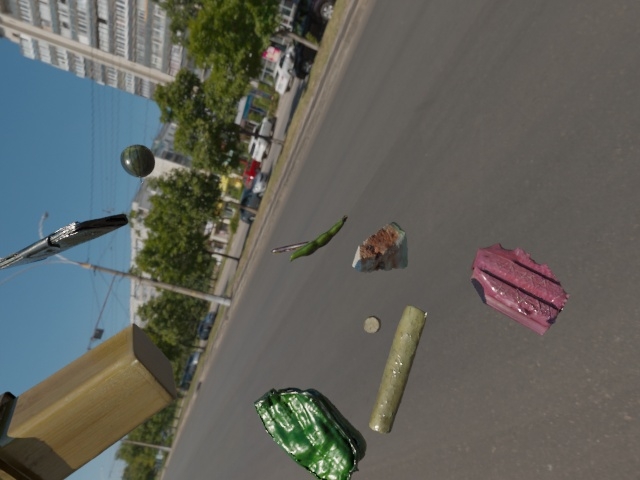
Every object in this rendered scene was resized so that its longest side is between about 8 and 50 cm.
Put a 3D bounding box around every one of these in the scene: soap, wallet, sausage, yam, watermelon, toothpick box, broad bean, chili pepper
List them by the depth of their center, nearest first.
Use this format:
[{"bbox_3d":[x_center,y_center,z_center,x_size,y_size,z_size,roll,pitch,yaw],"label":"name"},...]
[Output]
[{"bbox_3d":[-0.474,0.336,0.857,0.308,0.188,0.190,-34,27,-11],"label":"toothpick box"},{"bbox_3d":[-0.678,0.004,1.097,0.172,0.317,0.046,-39,-71,-73],"label":"wallet"},{"bbox_3d":[0.230,0.377,1.242,0.083,0.083,0.372,159,133,-76],"label":"yam"},{"bbox_3d":[-0.028,0.593,1.335,0.213,0.384,0.167,-52,-11,-3],"label":"chili pepper"},{"bbox_3d":[-0.590,-0.246,1.358,0.105,0.105,0.133,148,109,-73],"label":"watermelon"},{"bbox_3d":[0.198,0.039,1.399,0.094,0.241,0.154,25,126,44],"label":"watermelon"},{"bbox_3d":[0.671,0.151,1.450,0.220,0.324,0.127,-51,-19,-24],"label":"soap"},{"bbox_3d":[0.000,0.001,1.684,0.043,0.297,0.060,43,164,43],"label":"broad bean"},{"bbox_3d":[-0.122,0.031,1.803,0.028,0.198,0.025,62,-160,-55],"label":"sausage"},{"bbox_3d":[0.241,0.387,1.925,0.127,0.084,0.084,50,-125,-77],"label":"yam"}]
